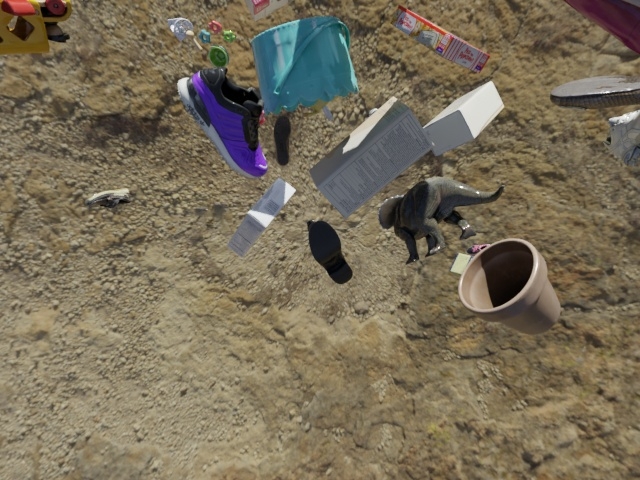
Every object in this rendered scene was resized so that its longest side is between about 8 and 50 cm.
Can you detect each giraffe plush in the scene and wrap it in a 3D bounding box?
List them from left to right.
[{"bbox_3d":[-0.014,-0.526,1.350,0.181,0.210,0.171,-16,48,-3],"label":"giraffe plush"}]

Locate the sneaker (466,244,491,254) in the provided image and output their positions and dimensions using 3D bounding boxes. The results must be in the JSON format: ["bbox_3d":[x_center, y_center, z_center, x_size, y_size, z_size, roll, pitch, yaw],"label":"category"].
[{"bbox_3d":[0.747,0.040,1.934,0.119,0.057,0.047,-14,77,34],"label":"sneaker"}]

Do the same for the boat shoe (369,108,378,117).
[{"bbox_3d":[0.324,-0.543,1.928,0.219,0.070,0.078,19,113,-32],"label":"boat shoe"}]

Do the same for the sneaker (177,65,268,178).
[{"bbox_3d":[-0.183,-0.270,0.953,0.146,0.102,0.293,-20,134,19],"label":"sneaker"}]

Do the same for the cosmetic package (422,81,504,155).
[{"bbox_3d":[0.501,-0.429,1.428,0.309,0.160,0.113,-43,105,-37],"label":"cosmetic package"}]

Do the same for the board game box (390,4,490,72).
[{"bbox_3d":[0.271,-0.460,0.935,0.194,0.146,0.045,54,130,35],"label":"board game box"}]

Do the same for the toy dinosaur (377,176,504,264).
[{"bbox_3d":[0.210,-0.053,0.815,0.120,0.313,0.161,-17,78,-26],"label":"toy dinosaur"}]

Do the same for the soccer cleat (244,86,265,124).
[{"bbox_3d":[-0.288,-0.563,1.741,0.108,0.318,0.116,-40,101,2],"label":"soccer cleat"}]

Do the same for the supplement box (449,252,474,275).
[{"bbox_3d":[0.575,0.103,1.623,0.056,0.083,0.083,28,85,-24],"label":"supplement box"}]

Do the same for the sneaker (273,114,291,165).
[{"bbox_3d":[-0.150,-0.379,1.559,0.066,0.071,0.189,2,99,-12],"label":"sneaker"}]

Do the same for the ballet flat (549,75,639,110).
[{"bbox_3d":[0.490,-0.224,0.635,0.249,0.084,0.058,-4,128,7],"label":"ballet flat"}]

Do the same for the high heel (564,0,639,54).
[{"bbox_3d":[0.448,-0.275,0.506,0.377,0.181,0.127,36,114,-9],"label":"high heel"}]

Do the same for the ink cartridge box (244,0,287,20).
[{"bbox_3d":[-0.134,-0.834,1.322,0.237,0.172,0.100,-30,107,0],"label":"ink cartridge box"}]

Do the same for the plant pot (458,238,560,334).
[{"bbox_3d":[0.590,0.163,1.234,0.229,0.263,0.263,38,92,-21],"label":"plant pot"}]

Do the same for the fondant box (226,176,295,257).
[{"bbox_3d":[-0.256,-0.092,1.736,0.096,0.330,0.238,39,55,-8],"label":"fondant box"}]

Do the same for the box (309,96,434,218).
[{"bbox_3d":[0.133,-0.224,1.121,0.311,0.121,0.148,-38,123,12],"label":"box"}]

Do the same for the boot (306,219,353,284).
[{"bbox_3d":[0.000,0.000,1.280,0.091,0.229,0.263,-28,128,-3],"label":"boot"}]

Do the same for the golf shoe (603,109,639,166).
[{"bbox_3d":[0.582,-0.213,0.767,0.069,0.176,0.086,-39,59,-4],"label":"golf shoe"}]

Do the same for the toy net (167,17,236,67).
[{"bbox_3d":[-0.392,-0.659,1.316,0.232,0.122,0.045,26,47,-4],"label":"toy net"}]

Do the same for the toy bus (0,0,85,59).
[{"bbox_3d":[-0.507,-0.367,0.696,0.201,0.191,0.105,8,125,-2],"label":"toy bus"}]

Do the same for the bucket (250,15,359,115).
[{"bbox_3d":[-0.042,-0.449,1.069,0.280,0.281,0.183,-14,106,1],"label":"bucket"}]

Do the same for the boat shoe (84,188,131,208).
[{"bbox_3d":[-0.622,-0.120,1.213,0.056,0.152,0.049,-23,97,27],"label":"boat shoe"}]
